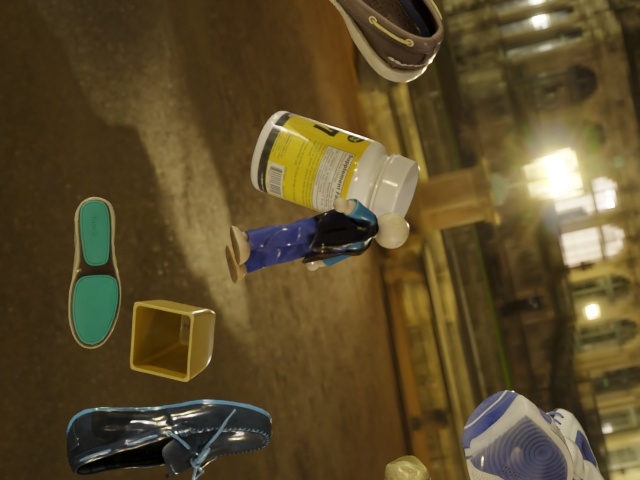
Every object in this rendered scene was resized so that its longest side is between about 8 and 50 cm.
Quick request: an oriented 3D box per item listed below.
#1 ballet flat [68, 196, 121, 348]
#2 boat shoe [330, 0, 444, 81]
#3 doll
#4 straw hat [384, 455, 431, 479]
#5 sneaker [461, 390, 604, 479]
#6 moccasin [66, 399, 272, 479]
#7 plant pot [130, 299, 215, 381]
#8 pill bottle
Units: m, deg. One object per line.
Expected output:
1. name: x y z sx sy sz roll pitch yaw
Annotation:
1. ballet flat: -0.369 0.054 1.874 0.086 0.086 0.249 43 48 -74
2. boat shoe: 0.038 -0.351 1.453 0.324 0.116 0.097 54 -26 6
3. doll: 0.000 0.000 1.168 0.129 0.188 0.046 108 -33 -58
4. straw hat: 0.121 0.333 1.592 0.144 0.144 0.061 -62 149 -76
5. sneaker: 0.268 0.276 1.437 0.315 0.127 0.182 45 14 -32
6. moccasin: -0.249 0.350 1.919 0.138 0.341 0.117 85 -1 -46
7. plant pot: -0.165 0.111 1.351 0.083 0.081 0.082 -17 115 -64
8. pill bottle: 0.020 -0.093 1.572 0.119 0.208 0.119 20 90 -75
